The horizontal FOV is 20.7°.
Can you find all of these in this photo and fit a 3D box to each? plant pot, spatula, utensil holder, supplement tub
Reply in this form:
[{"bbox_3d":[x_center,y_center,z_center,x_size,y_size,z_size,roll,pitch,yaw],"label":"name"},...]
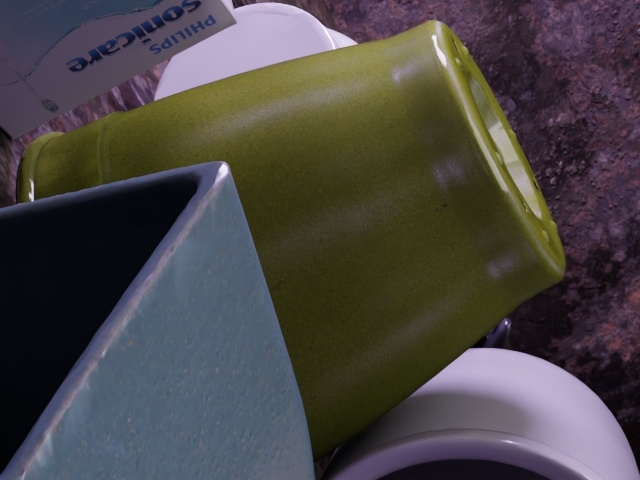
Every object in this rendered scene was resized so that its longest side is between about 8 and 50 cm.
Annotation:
[{"bbox_3d":[0.000,0.000,1.450,0.366,0.353,0.366,58,14,-24],"label":"plant pot"},{"bbox_3d":[-0.135,0.150,0.786,0.252,0.247,0.247,66,29,-26],"label":"plant pot"},{"bbox_3d":[0.120,0.202,1.788,0.030,0.296,0.084,30,18,-5],"label":"spatula"},{"bbox_3d":[0.139,0.277,1.533,0.328,0.327,0.385,63,11,-5],"label":"utensil holder"},{"bbox_3d":[-0.008,-0.075,1.820,0.331,0.241,0.241,45,23,-54],"label":"supplement tub"}]

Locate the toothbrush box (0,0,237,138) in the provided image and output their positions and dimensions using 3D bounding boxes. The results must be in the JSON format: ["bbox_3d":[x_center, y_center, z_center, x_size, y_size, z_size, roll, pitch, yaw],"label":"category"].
[{"bbox_3d":[-0.230,-0.243,1.322,0.295,0.216,0.126,49,19,-45],"label":"toothbrush box"}]

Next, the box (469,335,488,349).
[{"bbox_3d":[0.092,0.138,1.848,0.103,0.184,0.261,63,1,39],"label":"box"}]
